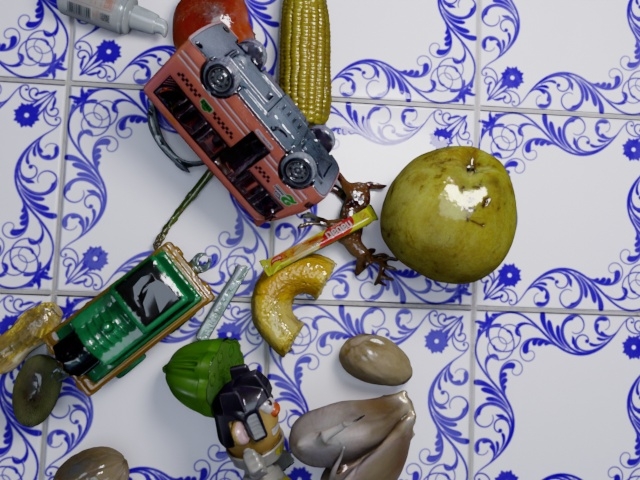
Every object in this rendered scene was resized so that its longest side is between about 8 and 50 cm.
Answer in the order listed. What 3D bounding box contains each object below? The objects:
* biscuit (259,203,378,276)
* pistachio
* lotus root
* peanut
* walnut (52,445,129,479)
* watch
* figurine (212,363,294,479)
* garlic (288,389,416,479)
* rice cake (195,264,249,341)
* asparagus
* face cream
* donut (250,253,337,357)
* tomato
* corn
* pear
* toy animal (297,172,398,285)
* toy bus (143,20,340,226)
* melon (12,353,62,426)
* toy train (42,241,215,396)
[{"bbox_3d":[0.000,0.000,1.461,0.292,0.026,0.048,-28,54,-9],"label":"biscuit"},{"bbox_3d":[0.133,0.282,1.489,0.185,0.108,0.126,22,108,-10],"label":"pistachio"},{"bbox_3d":[-0.282,0.296,1.438,0.186,0.186,0.186,0,86,-5],"label":"lotus root"},{"bbox_3d":[-0.666,0.219,1.437,0.207,0.087,0.087,-42,90,-4],"label":"peanut"},{"bbox_3d":[-0.502,0.529,1.404,0.162,0.140,0.140,-22,88,3],"label":"walnut"},{"bbox_3d":[-0.314,-0.279,1.513,0.206,0.068,0.193,39,83,-3],"label":"watch"},{"bbox_3d":[-0.143,0.410,1.364,0.143,0.308,0.308,-25,88,-16],"label":"figurine"},{"bbox_3d":[0.068,0.460,1.375,0.246,0.340,0.231,-18,78,22],"label":"garlic"},{"bbox_3d":[-0.231,0.147,1.503,0.033,0.033,0.207,32,83,-12],"label":"rice cake"},{"bbox_3d":[-0.323,-0.081,1.518,0.024,0.025,0.248,38,83,-16],"label":"asparagus"},{"bbox_3d":[-0.478,-0.539,1.501,0.252,0.101,0.101,19,84,-4],"label":"face cream"},{"bbox_3d":[-0.086,0.130,1.491,0.152,0.101,0.259,28,88,4],"label":"donut"},{"bbox_3d":[-0.261,-0.514,1.515,0.199,0.112,0.228,-22,85,-4],"label":"tomato"},{"bbox_3d":[-0.034,-0.437,1.514,0.131,0.131,0.344,2,87,-5],"label":"corn"},{"bbox_3d":[0.292,-0.066,1.423,0.304,0.304,0.304,0,86,-5],"label":"pear"},{"bbox_3d":[0.082,-0.034,1.517,0.260,0.087,0.243,16,86,0],"label":"toy animal"},{"bbox_3d":[-0.161,-0.241,1.389,0.233,0.203,0.427,-32,106,29],"label":"toy bus"},{"bbox_3d":[-0.632,0.334,1.425,0.099,0.099,0.162,14,86,-3],"label":"melon"},{"bbox_3d":[-0.413,0.167,1.378,0.429,0.249,0.178,-39,90,-7],"label":"toy train"}]
